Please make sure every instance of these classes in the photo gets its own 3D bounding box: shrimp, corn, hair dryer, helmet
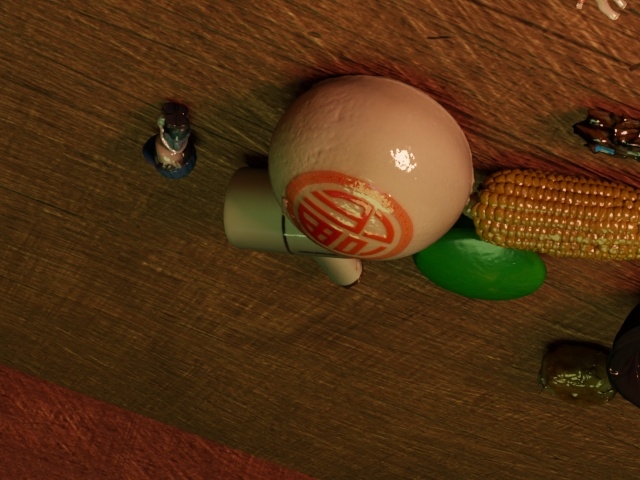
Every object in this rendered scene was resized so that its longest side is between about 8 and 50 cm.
[{"bbox_3d":[0.456,-0.142,1.701,0.290,0.054,0.222,8,155,9],"label":"shrimp"},{"bbox_3d":[0.346,-0.033,1.923,0.321,0.119,0.119,7,154,9],"label":"corn"},{"bbox_3d":[0.000,0.000,2.212,0.203,0.128,0.362,5,161,19],"label":"hair dryer"},{"bbox_3d":[0.560,0.156,2.135,0.230,0.160,0.279,3,140,24],"label":"helmet"}]

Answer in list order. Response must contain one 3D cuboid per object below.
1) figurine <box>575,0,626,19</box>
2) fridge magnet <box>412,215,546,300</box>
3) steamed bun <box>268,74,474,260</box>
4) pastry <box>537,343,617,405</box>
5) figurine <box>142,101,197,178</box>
[{"bbox_3d":[0.288,-0.281,1.513,0.109,0.064,0.047,41,168,-26],"label":"figurine"},{"bbox_3d":[0.243,0.029,2.140,0.208,0.088,0.208,12,156,6],"label":"fridge magnet"},{"bbox_3d":[0.057,-0.078,1.876,0.283,0.177,0.283,16,145,12],"label":"steamed bun"},{"bbox_3d":[0.456,0.238,2.459,0.153,0.081,0.153,7,146,5],"label":"pastry"},{"bbox_3d":[-0.212,-0.149,2.077,0.079,0.077,0.136,5,147,-22],"label":"figurine"}]
